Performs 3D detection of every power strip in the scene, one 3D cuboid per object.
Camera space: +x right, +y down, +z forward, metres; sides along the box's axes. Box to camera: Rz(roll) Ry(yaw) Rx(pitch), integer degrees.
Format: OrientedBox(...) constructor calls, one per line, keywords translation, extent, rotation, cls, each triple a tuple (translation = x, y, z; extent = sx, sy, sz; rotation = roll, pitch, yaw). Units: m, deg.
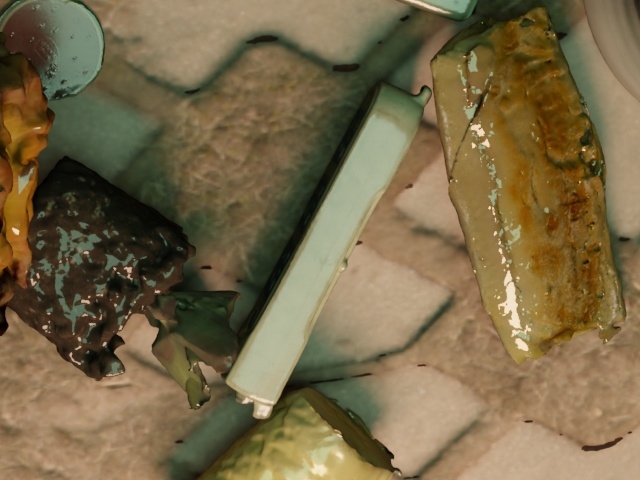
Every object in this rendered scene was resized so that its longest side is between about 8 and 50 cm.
OrientedBox(translation=(0.003, 0.001, 1.494), extent=(0.048, 0.080, 0.286), rotation=(28, 99, -10), cls="power strip")

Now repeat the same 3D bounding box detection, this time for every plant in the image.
OrientedBox(translation=(-0.151, 0.038, 1.465), extent=(0.203, 0.142, 0.131), rotation=(33, 89, -3), cls="plant")

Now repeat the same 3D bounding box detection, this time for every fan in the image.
OrientedBox(translation=(-0.226, -0.133, 1.476), extent=(0.133, 0.005, 0.085), rotation=(-37, 105, 3), cls="fan")

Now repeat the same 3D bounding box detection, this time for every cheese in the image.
OrientedBox(translation=(-0.034, 0.202, 1.529), extent=(0.167, 0.094, 0.123), rotation=(-46, 140, 7), cls="cheese")

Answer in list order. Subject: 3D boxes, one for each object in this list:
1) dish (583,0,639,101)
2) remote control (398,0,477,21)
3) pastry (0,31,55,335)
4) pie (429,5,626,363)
OrientedBox(translation=(0.343, -0.201, 1.453), extent=(0.273, 0.134, 0.273), rotation=(-1, 103, -5), cls="dish")
OrientedBox(translation=(-0.001, -0.264, 1.454), extent=(0.285, 0.038, 0.123), rotation=(17, 100, -8), cls="remote control")
OrientedBox(translation=(-0.371, -0.090, 1.306), extent=(0.405, 0.292, 0.337), rotation=(17, 119, 18), cls="pastry")
OrientedBox(translation=(0.163, -0.037, 1.502), extent=(0.129, 0.068, 0.282), rotation=(-24, 108, -22), cls="pie")
